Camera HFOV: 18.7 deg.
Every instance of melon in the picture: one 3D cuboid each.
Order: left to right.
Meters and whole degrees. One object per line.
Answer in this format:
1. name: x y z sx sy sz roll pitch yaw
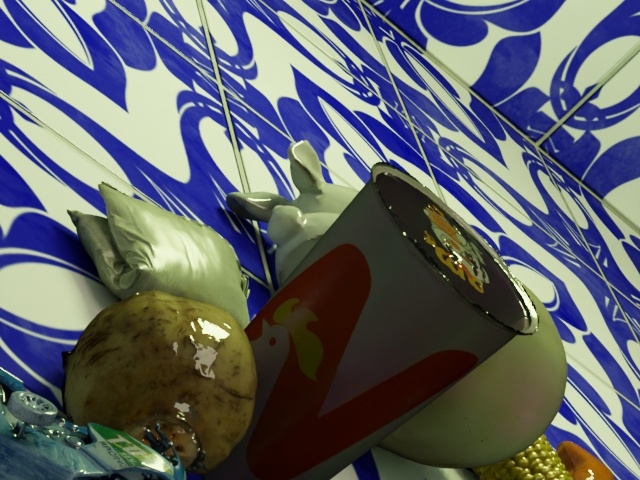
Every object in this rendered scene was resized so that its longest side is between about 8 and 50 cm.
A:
1. melon: 0.119 0.117 1.994 0.317 0.223 0.223 27 24 -39

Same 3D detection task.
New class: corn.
1. corn: 0.225 0.259 2.148 0.091 0.091 0.260 9 43 -59

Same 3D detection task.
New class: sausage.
1. sausage: 0.306 0.307 2.237 0.089 0.089 0.179 36 24 -28

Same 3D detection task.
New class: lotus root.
1. lotus root: -0.131 0.110 1.566 0.154 0.140 0.257 0 17 -8

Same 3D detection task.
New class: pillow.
1. pillow: -0.144 0.025 1.829 0.181 0.078 0.134 29 24 -41

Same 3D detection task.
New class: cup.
1. cup: 0.018 0.100 1.672 0.203 0.288 0.203 40 18 -16

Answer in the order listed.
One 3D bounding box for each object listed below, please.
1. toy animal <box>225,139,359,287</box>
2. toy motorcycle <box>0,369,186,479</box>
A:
1. toy animal: -0.002 -0.002 2.156 0.178 0.127 0.193 35 22 -27
2. toy motorcycle: -0.181 0.152 1.363 0.254 0.092 0.135 26 12 20
